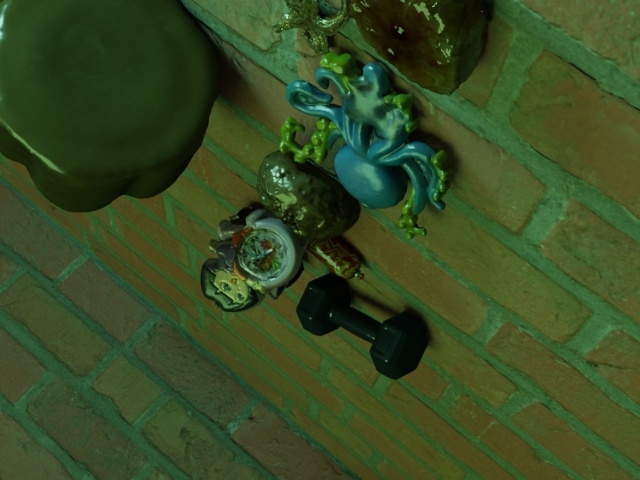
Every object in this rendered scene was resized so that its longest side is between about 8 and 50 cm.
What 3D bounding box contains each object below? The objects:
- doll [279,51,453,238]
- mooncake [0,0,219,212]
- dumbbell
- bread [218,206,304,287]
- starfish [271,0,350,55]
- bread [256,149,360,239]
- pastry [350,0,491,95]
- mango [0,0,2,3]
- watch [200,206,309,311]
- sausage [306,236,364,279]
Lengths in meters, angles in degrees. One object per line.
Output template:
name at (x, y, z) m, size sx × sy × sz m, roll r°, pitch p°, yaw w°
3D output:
doll at (0.088, -0.179, 1.556) m, size 0.346 × 0.099 × 0.341 m, roll 28°, pitch 142°, yaw 18°
mooncake at (-0.437, -0.294, 1.722) m, size 0.467 × 0.467 × 0.262 m, roll 47°, pitch 154°, yaw -9°
dumbbell at (0.097, 0.204, 2.105) m, size 0.325 × 0.144 × 0.160 m, roll 25°, pitch 149°, yaw 35°
bread at (-0.156, 0.019, 2.194) m, size 0.212 × 0.142 × 0.224 m, roll 26°, pitch 152°, yaw 28°
starfish at (-0.026, -0.368, 1.443) m, size 0.209 × 0.053 × 0.150 m, roll 7°, pitch 133°, yaw 57°
bread at (-0.034, -0.086, 1.749) m, size 0.230 × 0.123 × 0.230 m, roll 32°, pitch -167°, yaw -8°
pastry at (0.142, -0.306, 1.221) m, size 0.218 × 0.100 × 0.229 m, roll 49°, pitch 158°, yaw -13°
mango at (-0.662, -0.599, 1.862) m, size 0.091 × 0.237 × 0.137 m, roll 6°, pitch 163°, yaw -1°
watch at (-0.132, 0.032, 1.882) m, size 0.196 × 0.244 × 0.231 m, roll 27°, pitch -167°, yaw 5°
sausage at (0.000, 0.000, 2.004) m, size 0.264 × 0.083 × 0.083 m, roll 41°, pitch 157°, yaw -1°
